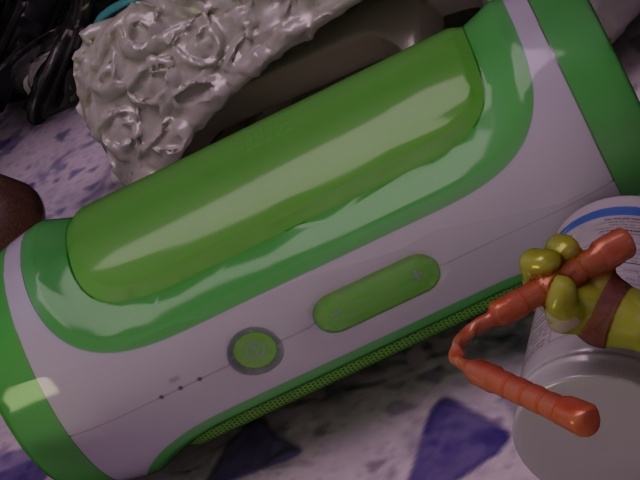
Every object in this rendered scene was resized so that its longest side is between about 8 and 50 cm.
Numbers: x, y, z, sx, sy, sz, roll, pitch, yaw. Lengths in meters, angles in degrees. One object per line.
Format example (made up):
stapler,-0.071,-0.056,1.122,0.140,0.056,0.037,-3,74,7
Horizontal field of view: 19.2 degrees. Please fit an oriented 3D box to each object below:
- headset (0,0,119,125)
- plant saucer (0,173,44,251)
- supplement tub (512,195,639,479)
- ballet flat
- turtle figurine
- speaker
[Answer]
headset,-0.237,-0.187,1.189,0.394,0.243,0.185,44,112,46
plant saucer,-0.258,0.016,1.120,0.199,0.036,0.198,-21,32,14
supplement tub,0.115,0.040,0.723,0.071,0.071,0.107,-13,35,27
ballet flat,0.062,-0.111,0.971,0.409,0.147,0.147,-23,31,19
turtle figurine,0.198,0.037,0.642,0.270,0.087,0.217,15,45,24
speaker,0.000,0.000,0.829,0.297,0.131,0.131,-26,30,9
